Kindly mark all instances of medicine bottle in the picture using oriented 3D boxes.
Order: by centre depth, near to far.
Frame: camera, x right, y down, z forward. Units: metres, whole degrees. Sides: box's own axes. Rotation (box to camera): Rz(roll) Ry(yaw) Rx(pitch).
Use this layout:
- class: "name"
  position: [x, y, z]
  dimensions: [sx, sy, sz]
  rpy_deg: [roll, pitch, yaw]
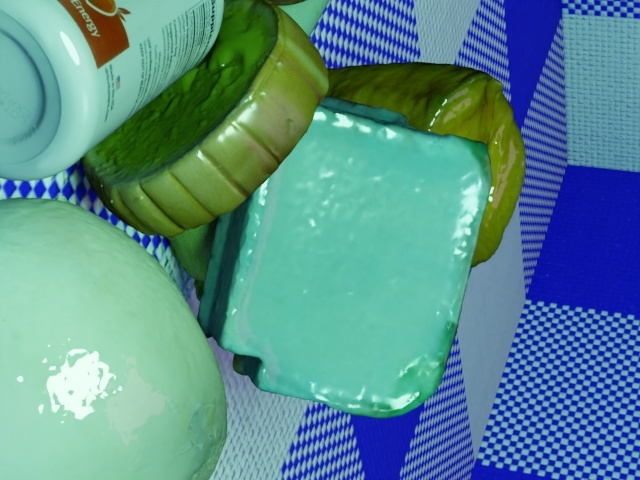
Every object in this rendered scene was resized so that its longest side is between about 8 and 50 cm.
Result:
- class: "medicine bottle"
  position: [-0.173, -0.170, 0.969]
  dimensions: [0.288, 0.157, 0.157]
  rpy_deg: [-53, 145, -54]

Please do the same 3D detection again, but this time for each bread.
- class: "bread"
  position: [-0.104, -0.107, 1.072]
  dimensions: [0.070, 0.236, 0.236]
  rpy_deg: [45, 51, -34]

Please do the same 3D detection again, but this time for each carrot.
- class: "carrot"
  position: [0.071, -0.085, 1.458]
  dimensions: [0.241, 0.341, 0.241]
  rpy_deg: [-5, 97, -43]

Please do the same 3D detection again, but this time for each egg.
- class: "egg"
  position: [-0.182, 0.127, 1.000]
  dimensions: [0.337, 0.201, 0.337]
  rpy_deg: [5, 90, -71]

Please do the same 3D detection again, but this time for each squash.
- class: "squash"
  position: [-0.123, -0.009, 1.287]
  dimensions: [0.224, 0.094, 0.094]
  rpy_deg: [84, 23, -48]

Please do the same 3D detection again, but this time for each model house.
- class: "model house"
  position: [0.000, 0.000, 1.254]
  dimensions: [0.249, 0.230, 0.280]
  rpy_deg: [-149, -108, -74]

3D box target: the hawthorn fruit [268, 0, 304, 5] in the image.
- class: "hawthorn fruit"
  position: [-0.020, -0.304, 1.323]
  dimensions: [0.149, 0.189, 0.149]
  rpy_deg: [-31, 141, -29]

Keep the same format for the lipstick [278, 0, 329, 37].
- class: "lipstick"
  position: [-0.038, -0.253, 1.426]
  dimensions: [0.076, 0.076, 0.304]
  rpy_deg: [77, 29, -45]
